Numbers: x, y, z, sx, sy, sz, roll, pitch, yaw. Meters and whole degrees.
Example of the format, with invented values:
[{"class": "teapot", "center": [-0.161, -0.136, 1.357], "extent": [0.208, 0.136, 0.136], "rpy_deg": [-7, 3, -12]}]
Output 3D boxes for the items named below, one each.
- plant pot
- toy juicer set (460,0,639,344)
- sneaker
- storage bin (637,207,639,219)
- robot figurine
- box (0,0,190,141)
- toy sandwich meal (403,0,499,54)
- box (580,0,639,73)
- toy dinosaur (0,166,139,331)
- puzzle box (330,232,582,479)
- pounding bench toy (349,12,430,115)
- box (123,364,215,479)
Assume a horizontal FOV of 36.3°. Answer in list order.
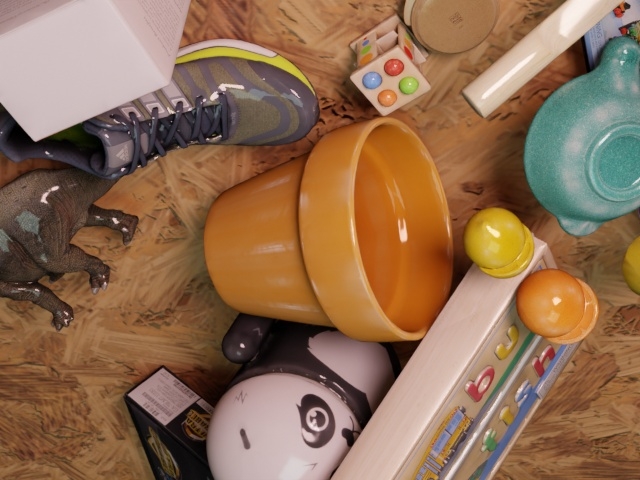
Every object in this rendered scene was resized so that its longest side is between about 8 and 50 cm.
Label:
[{"class": "plant pot", "center": [0.000, 0.000, 0.934], "extent": [0.188, 0.205, 0.205], "rpy_deg": [-9, 134, 31]}, {"class": "toy juicer set", "center": [0.205, -0.064, 0.830], "extent": [0.209, 0.089, 0.329], "rpy_deg": [-21, 111, -4]}, {"class": "sneaker", "center": [-0.150, -0.106, 0.875], "extent": [0.300, 0.121, 0.111], "rpy_deg": [-1, 134, 3]}, {"class": "storage bin", "center": [0.403, -0.028, 0.913], "extent": [0.180, 0.084, 0.122], "rpy_deg": [0, 138, 33]}, {"class": "robot figurine", "center": [-0.008, 0.175, 1.025], "extent": [0.209, 0.278, 0.174], "rpy_deg": [21, 117, 9]}, {"class": "box", "center": [-0.183, -0.181, 0.773], "extent": [0.130, 0.170, 0.091], "rpy_deg": [-18, 130, 19]}, {"class": "toy sandwich meal", "center": [0.112, -0.199, 0.845], "extent": [0.085, 0.029, 0.086], "rpy_deg": [-4, 131, -4]}, {"class": "box", "center": [0.288, -0.222, 0.803], "extent": [0.159, 0.044, 0.233], "rpy_deg": [-13, 131, 14]}, {"class": "toy dinosaur", "center": [-0.287, -0.004, 0.980], "extent": [0.313, 0.121, 0.160], "rpy_deg": [-27, 140, 29]}, {"class": "puzzle box", "center": [0.121, 0.206, 0.973], "extent": [0.052, 0.409, 0.272], "rpy_deg": [30, 172, 32]}, {"class": "pounding bench toy", "center": [0.071, -0.144, 0.870], "extent": [0.052, 0.065, 0.083], "rpy_deg": [-29, 126, 26]}, {"class": "box", "center": [-0.101, 0.334, 1.203], "extent": [0.293, 0.073, 0.295], "rpy_deg": [33, 146, 35]}]
